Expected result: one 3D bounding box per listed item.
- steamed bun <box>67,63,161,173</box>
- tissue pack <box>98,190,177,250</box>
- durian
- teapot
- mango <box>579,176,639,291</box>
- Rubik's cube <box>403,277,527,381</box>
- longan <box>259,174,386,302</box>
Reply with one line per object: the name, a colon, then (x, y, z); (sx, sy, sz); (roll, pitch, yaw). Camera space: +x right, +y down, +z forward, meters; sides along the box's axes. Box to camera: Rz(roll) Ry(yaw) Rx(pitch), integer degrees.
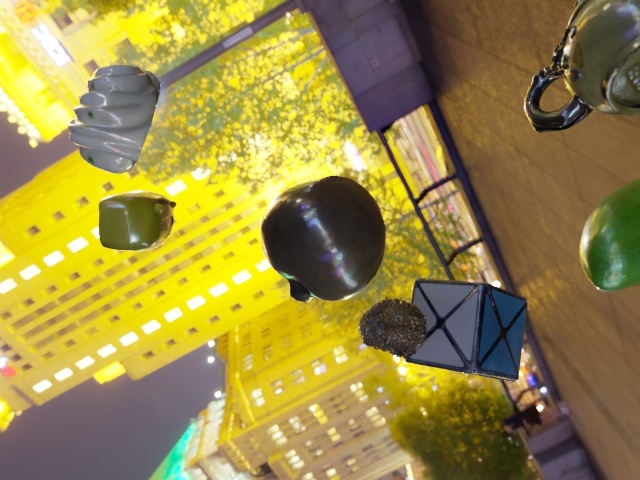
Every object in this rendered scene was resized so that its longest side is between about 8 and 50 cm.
steamed bun: (-0.319, -0.191, 0.850); (0.106, 0.183, 0.183); (18, -150, -28)
tissue pack: (-0.374, -0.041, 1.162); (0.178, 0.127, 0.123); (-89, 0, -83)
durian: (0.086, 0.105, 0.669); (0.091, 0.080, 0.080); (5, -128, -52)
teapot: (0.372, -0.251, 0.705); (0.173, 0.269, 0.183); (25, -139, -34)
mango: (0.662, -0.010, 1.133); (0.201, 0.381, 0.225); (32, 140, 45)
Rubik's cube: (0.425, 0.260, 1.626); (0.259, 0.254, 0.260); (16, -100, -39)
longan: (0.000, 0.000, 1.235); (0.243, 0.300, 0.300); (14, -139, -43)
